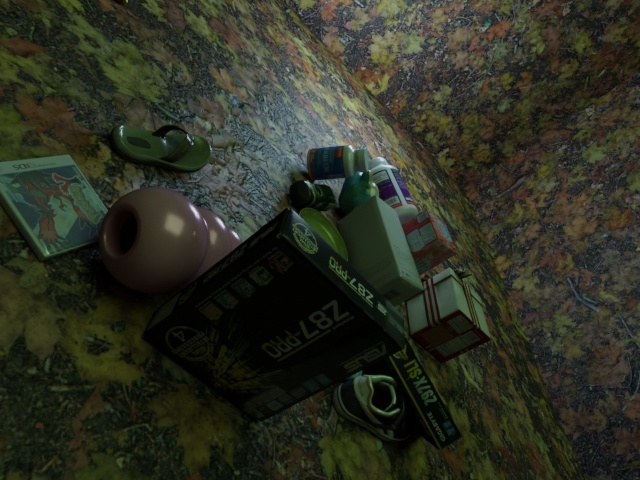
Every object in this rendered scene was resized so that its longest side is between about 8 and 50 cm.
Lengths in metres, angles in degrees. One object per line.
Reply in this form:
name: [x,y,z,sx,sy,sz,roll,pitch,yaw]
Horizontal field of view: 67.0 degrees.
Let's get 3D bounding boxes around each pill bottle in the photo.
pill bottle: [0.298,-0.210,2.175,0.181,0.181,0.323,17,45,-49]
pill bottle: [0.068,-0.298,1.841,0.124,0.221,0.125,-4,90,-75]

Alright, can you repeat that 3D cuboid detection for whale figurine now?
whale figurine: [0.133,-0.206,1.921,0.141,0.216,0.272,1,58,-19]

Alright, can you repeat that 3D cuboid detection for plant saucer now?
plant saucer: [0.000,0.000,1.628,0.241,0.037,0.241,39,31,-28]

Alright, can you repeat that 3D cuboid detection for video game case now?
video game case: [-0.506,-0.071,0.926,0.201,0.023,0.183,55,28,1]

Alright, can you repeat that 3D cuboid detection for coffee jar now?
coffee jar: [-0.028,-0.158,1.713,0.184,0.079,0.096,4,58,-57]

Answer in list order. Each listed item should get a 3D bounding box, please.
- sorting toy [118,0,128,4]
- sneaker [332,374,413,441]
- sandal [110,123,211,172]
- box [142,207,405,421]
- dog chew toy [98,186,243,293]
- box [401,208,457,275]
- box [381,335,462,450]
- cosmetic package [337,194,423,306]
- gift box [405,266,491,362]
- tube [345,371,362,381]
sorting toy: [-0.627,-0.862,1.571,0.366,0.126,0.126,-90,166,-52]
sneaker: [0.182,0.457,1.313,0.321,0.127,0.126,34,33,-37]
sandal: [-0.385,-0.246,1.240,0.302,0.086,0.120,-9,67,-60]
box: [-0.092,0.163,0.915,0.318,0.394,0.097,44,30,-22]
dog chew toy: [-0.284,0.012,1.010,0.331,0.206,0.207,19,43,-61]
box: [0.339,0.042,1.827,0.142,0.300,0.154,29,36,-39]
box: [0.265,0.420,1.400,0.322,0.079,0.257,61,-8,12]
cosmetic package: [0.205,0.046,1.730,0.155,0.197,0.366,29,38,-39]
gift box: [0.507,0.276,1.874,0.255,0.276,0.258,45,27,-28]
tube: [0.021,0.324,1.294,0.207,0.052,0.080,32,30,-27]
